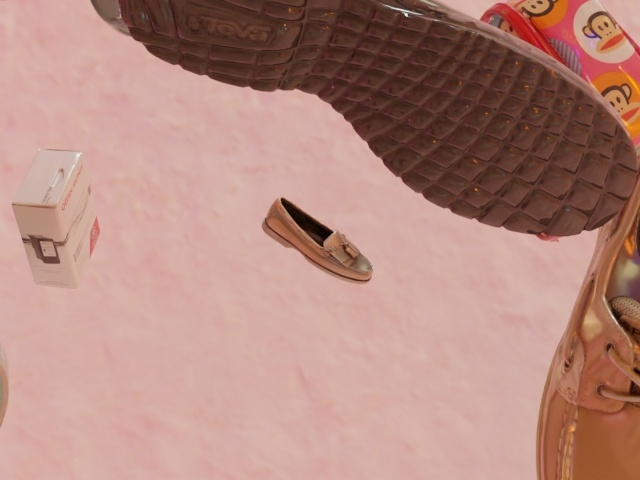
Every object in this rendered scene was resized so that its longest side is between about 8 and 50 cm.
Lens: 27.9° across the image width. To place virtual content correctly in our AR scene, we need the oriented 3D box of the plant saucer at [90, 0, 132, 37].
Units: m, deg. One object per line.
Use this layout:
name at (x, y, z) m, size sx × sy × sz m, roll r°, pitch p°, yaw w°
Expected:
plant saucer at (-0.201, -0.255, 1.255) m, size 0.021 × 0.119 × 0.119 m, roll -21°, pitch 39°, yaw -34°

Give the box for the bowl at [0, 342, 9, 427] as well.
bowl at (-0.491, 0.186, 1.537) m, size 0.163 × 0.311 × 0.311 m, roll 20°, pitch 71°, yaw 25°

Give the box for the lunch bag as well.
lunch bag at (0.247, -0.115, 1.307) m, size 0.120 × 0.293 × 0.258 m, roll -34°, pitch 84°, yaw -13°

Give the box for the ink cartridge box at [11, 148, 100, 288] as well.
ink cartridge box at (-0.338, -0.029, 1.657) m, size 0.063 × 0.150 × 0.109 m, roll 5°, pitch 46°, yaw 9°

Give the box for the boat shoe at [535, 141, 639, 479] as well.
boat shoe at (0.220, 0.076, 0.883) m, size 0.122 × 0.110 × 0.341 m, roll 9°, pitch 79°, yaw 9°

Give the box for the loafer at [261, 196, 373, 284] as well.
loafer at (0.000, 0.000, 1.295) m, size 0.125 × 0.039 × 0.045 m, roll 29°, pitch 33°, yaw 8°

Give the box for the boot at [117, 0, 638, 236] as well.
boot at (0.053, -0.153, 0.819) m, size 0.118 × 0.338 × 0.222 m, roll -55°, pitch 11°, yaw 36°
